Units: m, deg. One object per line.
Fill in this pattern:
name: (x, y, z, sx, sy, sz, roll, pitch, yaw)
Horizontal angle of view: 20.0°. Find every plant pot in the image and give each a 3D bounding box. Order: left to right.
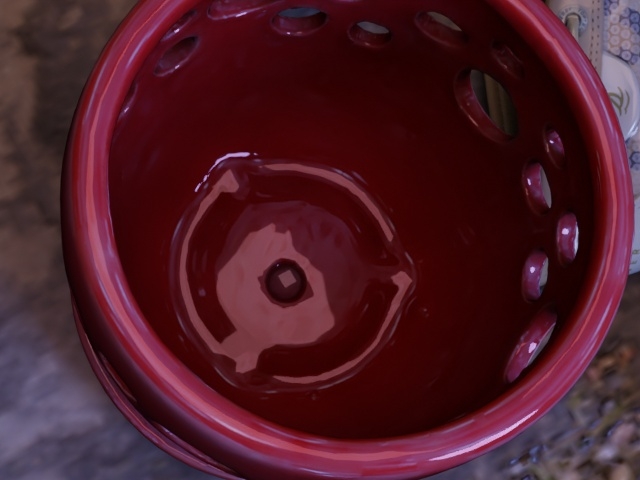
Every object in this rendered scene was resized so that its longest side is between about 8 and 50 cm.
plant pot: (0.000, 0.000, 0.666, 0.191, 0.174, 0.191, 2, 78, -8)

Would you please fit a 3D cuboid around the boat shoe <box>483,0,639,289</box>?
boat shoe: (0.092, -0.123, 0.745, 0.089, 0.104, 0.285, -12, 81, -14)
